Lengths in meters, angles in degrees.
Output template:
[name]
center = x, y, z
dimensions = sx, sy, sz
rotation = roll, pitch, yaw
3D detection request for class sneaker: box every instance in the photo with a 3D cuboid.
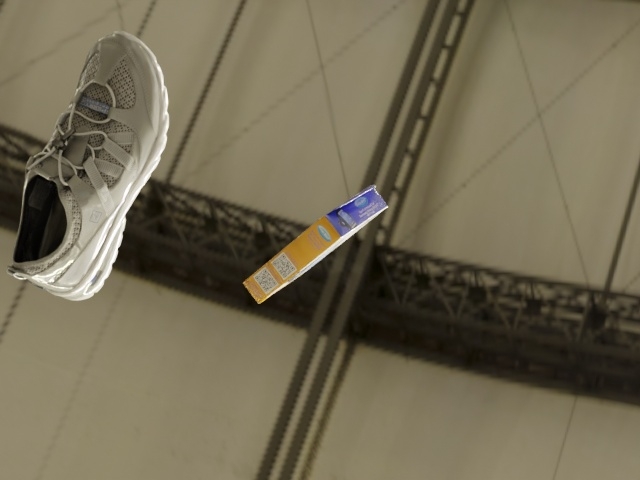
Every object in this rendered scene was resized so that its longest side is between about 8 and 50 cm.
[sneaker]
center = -0.236, -0.076, 1.462
dimensions = 0.105, 0.115, 0.281
rotation = 15, -88, 29

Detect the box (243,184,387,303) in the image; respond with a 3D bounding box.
[box]
center = 0.000, 0.000, 1.261
dimensions = 0.028, 0.136, 0.081
rotation = 55, -141, 1
